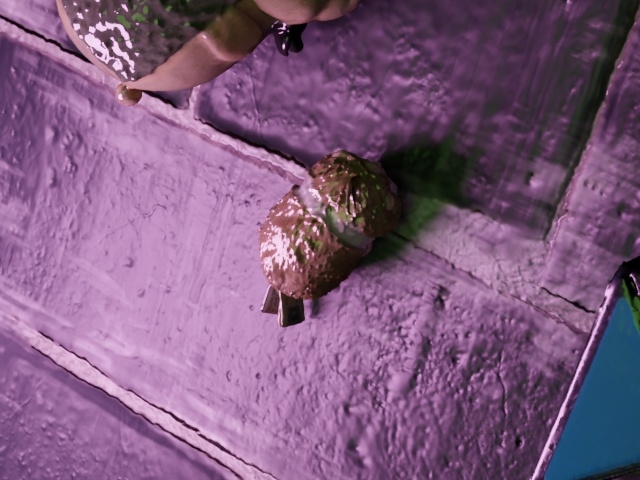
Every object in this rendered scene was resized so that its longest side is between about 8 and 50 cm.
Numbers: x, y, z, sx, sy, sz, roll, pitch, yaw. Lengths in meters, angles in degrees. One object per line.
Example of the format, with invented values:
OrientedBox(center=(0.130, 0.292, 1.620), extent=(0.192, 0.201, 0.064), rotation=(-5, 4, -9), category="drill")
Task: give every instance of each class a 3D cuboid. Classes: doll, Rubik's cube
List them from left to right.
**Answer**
OrientedBox(center=(-0.095, -0.280, 1.601), extent=(0.349, 0.247, 0.247), rotation=(-37, 76, 22), category="doll")
OrientedBox(center=(-0.007, -0.002, 1.645), extent=(0.105, 0.115, 0.221), rotation=(48, 125, 7), category="doll")
OrientedBox(center=(0.357, 0.154, 1.341), extent=(0.246, 0.248, 0.250), rotation=(29, 112, 28), category="Rubik's cube")
